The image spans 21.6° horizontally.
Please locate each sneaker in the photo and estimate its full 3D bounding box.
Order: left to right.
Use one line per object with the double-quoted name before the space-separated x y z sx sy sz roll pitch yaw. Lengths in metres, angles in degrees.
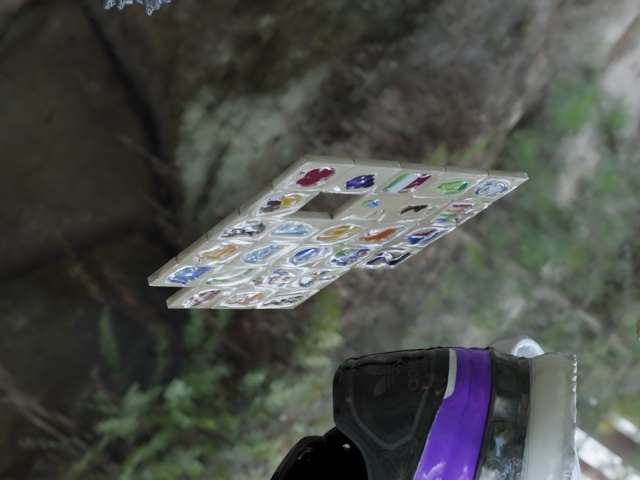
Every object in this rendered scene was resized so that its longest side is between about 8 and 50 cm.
"sneaker" 0.038 0.159 0.858 0.102 0.146 0.293 -83 180 -51

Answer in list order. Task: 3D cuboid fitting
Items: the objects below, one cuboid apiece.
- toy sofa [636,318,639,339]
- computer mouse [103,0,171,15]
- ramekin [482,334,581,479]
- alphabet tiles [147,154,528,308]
"toy sofa" 0.323 0.195 1.076 0.177 0.150 0.362 141 -45 -56
"computer mouse" -0.067 -0.250 0.998 0.184 0.060 0.262 111 -7 -47
"ramekin" 0.115 0.213 1.297 0.127 0.273 0.273 -8 -149 21
"alphabet tiles" 0.000 0.000 1.189 0.237 0.198 0.009 -35 -118 45
